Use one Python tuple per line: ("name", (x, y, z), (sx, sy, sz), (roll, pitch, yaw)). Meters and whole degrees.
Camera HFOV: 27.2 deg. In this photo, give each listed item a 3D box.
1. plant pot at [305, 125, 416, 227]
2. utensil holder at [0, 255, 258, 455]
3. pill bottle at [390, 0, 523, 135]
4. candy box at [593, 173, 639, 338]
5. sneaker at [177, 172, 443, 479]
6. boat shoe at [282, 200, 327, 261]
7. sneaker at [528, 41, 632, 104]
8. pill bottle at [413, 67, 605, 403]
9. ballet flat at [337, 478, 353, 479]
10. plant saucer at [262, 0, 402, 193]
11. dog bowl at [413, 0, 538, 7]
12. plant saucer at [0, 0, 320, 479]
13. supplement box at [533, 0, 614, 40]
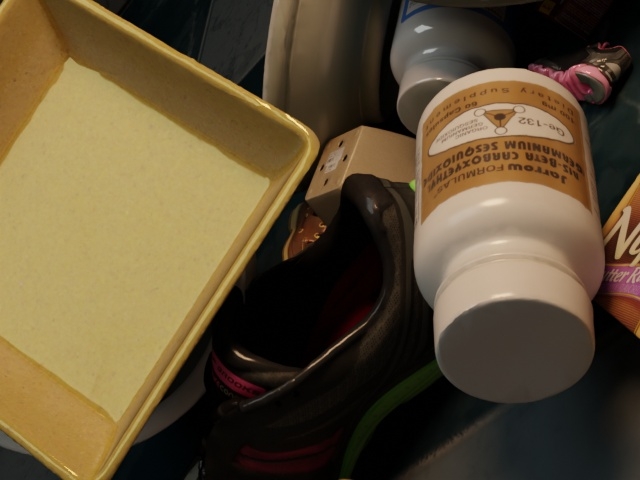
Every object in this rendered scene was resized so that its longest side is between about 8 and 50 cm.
("plant pot", (0.050, -0.055, 1.342), (0.109, 0.096, 0.109), (-18, 47, 59))
("utensil holder", (-0.227, 0.044, 1.373), (0.327, 0.328, 0.385), (-61, -2, -3))
("pill bottle", (0.136, -0.206, 1.310), (0.124, 0.124, 0.221), (-35, 33, 47))
("candy box", (0.248, 0.023, 0.878), (0.109, 0.053, 0.186), (-58, 23, 10))
("sneaker", (-0.042, 0.135, 1.135), (0.482, 0.202, 0.185), (-57, 39, 10))
("boat shoe", (0.000, 0.000, 1.423), (0.060, 0.064, 0.178), (-50, 21, 28))
("sneaker", (0.229, -0.151, 1.159), (0.057, 0.047, 0.119), (-46, 23, -10))
("pill bottle", (0.130, -0.006, 0.925), (0.131, 0.131, 0.229), (-44, 27, 35))
("ballet flat", (0.013, 0.286, 1.009), (0.080, 0.073, 0.232), (-28, 34, 32))
("plant saucer", (0.042, -0.239, 1.440), (0.400, 0.101, 0.400), (13, -90, -79))
("dog bowl", (0.163, -0.331, 1.201), (0.349, 0.102, 0.348), (-7, 39, 6))
("plant saucer", (-0.201, -0.012, 1.106), (0.332, 0.333, 0.081), (-57, -22, -1))
("supplement box", (0.244, -0.234, 1.218), (0.083, 0.043, 0.055), (-57, 24, 9))
